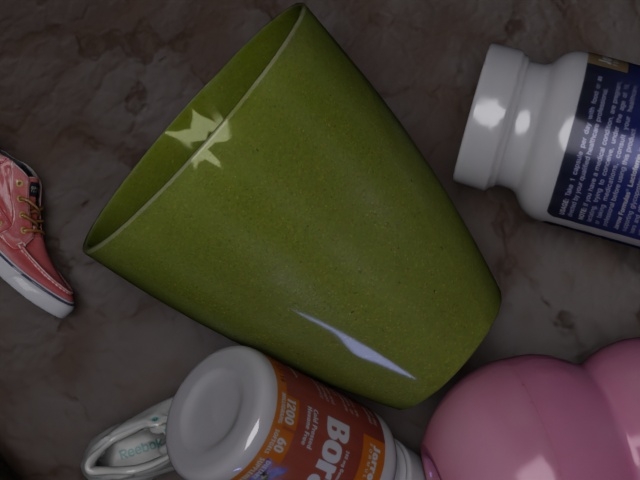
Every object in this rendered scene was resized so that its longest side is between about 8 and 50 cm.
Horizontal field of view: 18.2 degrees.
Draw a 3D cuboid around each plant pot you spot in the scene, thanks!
[{"bbox_3d":[0.000,0.000,1.678,0.293,0.275,0.275,42,89,-12],"label":"plant pot"}]

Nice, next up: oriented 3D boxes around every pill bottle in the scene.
[{"bbox_3d":[0.255,-0.075,1.704,0.265,0.153,0.153,15,87,3],"label":"pill bottle"},{"bbox_3d":[-0.015,0.178,1.669,0.216,0.121,0.121,30,87,-38],"label":"pill bottle"}]

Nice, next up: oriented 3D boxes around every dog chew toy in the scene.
[{"bbox_3d":[0.257,0.173,1.671,0.332,0.206,0.206,-17,85,-6],"label":"dog chew toy"}]

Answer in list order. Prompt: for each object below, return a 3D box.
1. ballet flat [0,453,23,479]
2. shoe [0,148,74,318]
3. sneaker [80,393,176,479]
[{"bbox_3d":[-0.277,0.239,1.725,0.250,0.084,0.058,46,117,24],"label":"ballet flat"},{"bbox_3d":[-0.268,-0.016,1.767,0.178,0.063,0.081,43,94,9],"label":"shoe"},{"bbox_3d":[-0.110,0.159,1.734,0.212,0.094,0.080,-29,84,0],"label":"sneaker"}]
